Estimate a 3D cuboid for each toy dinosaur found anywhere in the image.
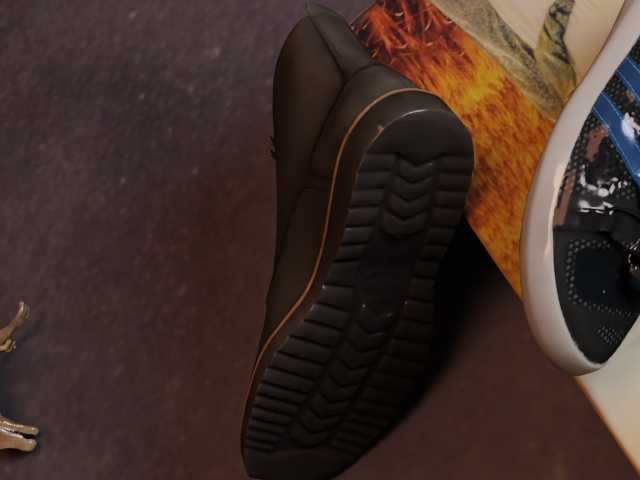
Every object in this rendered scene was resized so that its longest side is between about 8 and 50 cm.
[{"bbox_3d":[-0.218,0.061,1.011,0.183,0.053,0.093,18,79,43],"label":"toy dinosaur"}]

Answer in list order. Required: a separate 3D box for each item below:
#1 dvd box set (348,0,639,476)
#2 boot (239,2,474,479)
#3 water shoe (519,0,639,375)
[{"bbox_3d":[0.210,-0.053,0.730,0.307,0.062,0.420,-41,47,13],"label":"dvd box set"},{"bbox_3d":[0.000,0.000,0.845,0.198,0.076,0.137,-66,31,21],"label":"boot"},{"bbox_3d":[0.141,-0.042,0.684,0.080,0.073,0.203,13,75,41],"label":"water shoe"}]
